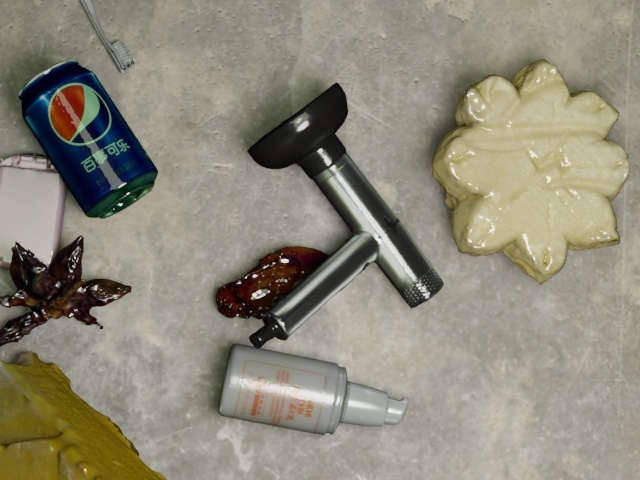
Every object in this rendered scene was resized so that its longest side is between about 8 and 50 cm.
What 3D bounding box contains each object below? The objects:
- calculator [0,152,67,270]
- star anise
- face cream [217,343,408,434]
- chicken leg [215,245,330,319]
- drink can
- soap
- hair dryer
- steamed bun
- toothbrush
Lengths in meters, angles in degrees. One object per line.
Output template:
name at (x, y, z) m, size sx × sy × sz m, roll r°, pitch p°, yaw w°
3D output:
calculator at (-0.401, -0.033, 1.760) m, size 0.100 × 0.032 × 0.175 m, roll 7°, pitch 84°, yaw -5°
star anise at (-0.362, 0.061, 1.726) m, size 0.212 × 0.053 × 0.157 m, roll -9°, pitch 114°, yaw -8°
face cream at (-0.007, 0.210, 1.737) m, size 0.251 × 0.101 × 0.101 m, roll 12°, pitch 83°, yaw -4°
chicken leg at (-0.048, 0.052, 1.777) m, size 0.205 × 0.053 × 0.093 m, roll -28°, pitch 110°, yaw -1°
drink can at (-0.315, -0.136, 1.738) m, size 0.118 × 0.118 × 0.205 m, roll -34°, pitch 87°, yaw -8°
soap at (-0.267, 0.279, 1.614) m, size 0.338 × 0.169 × 0.304 m, roll -5°, pitch 77°, yaw 22°
hair dryer at (-0.001, -0.018, 1.698) m, size 0.284 × 0.156 × 0.320 m, roll -30°, pitch 90°, yaw -45°
steamed bun at (0.282, -0.085, 1.781) m, size 0.295 × 0.137 × 0.292 m, roll 37°, pitch 78°, yaw -9°
toothbrush at (-0.341, -0.361, 1.807) m, size 0.024 × 0.021 × 0.288 m, roll -30°, pitch 88°, yaw -18°
